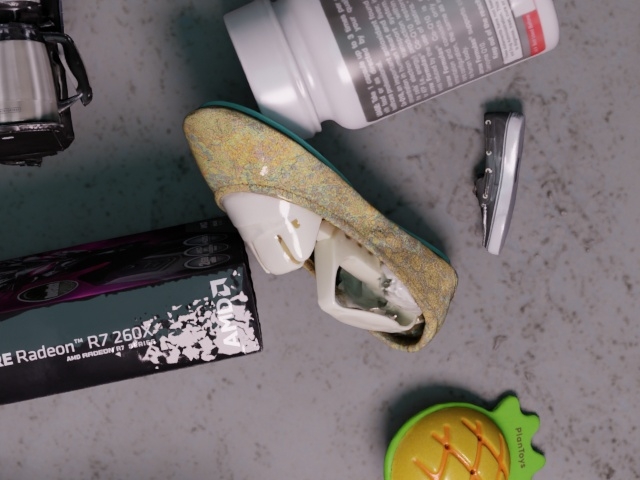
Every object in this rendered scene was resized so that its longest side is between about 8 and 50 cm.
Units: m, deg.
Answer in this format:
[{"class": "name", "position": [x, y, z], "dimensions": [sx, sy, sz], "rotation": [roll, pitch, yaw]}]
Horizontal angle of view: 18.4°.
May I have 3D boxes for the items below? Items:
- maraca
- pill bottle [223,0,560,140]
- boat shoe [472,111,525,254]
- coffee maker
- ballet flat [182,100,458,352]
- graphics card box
[{"class": "maraca", "position": [0.144, 0.220, 1.964], "dimensions": [0.186, 0.099, 0.127], "rotation": [-12, 100, -27]}, {"class": "pill bottle", "position": [0.064, -0.201, 1.833], "dimensions": [0.283, 0.161, 0.161], "rotation": [-22, 103, 0]}, {"class": "boat shoe", "position": [0.171, -0.058, 1.933], "dimensions": [0.040, 0.049, 0.142], "rotation": [10, 100, 13]}, {"class": "coffee maker", "position": [-0.293, -0.169, 1.831], "dimensions": [0.120, 0.171, 0.178], "rotation": [-2, 81, -25]}, {"class": "ballet flat", "position": [0.000, 0.000, 1.833], "dimensions": [0.348, 0.123, 0.123], "rotation": [36, 98, -36]}, {"class": "graphics card box", "position": [-0.243, 0.072, 1.832], "dimensions": [0.371, 0.233, 0.094], "rotation": [-10, 102, -1]}]
